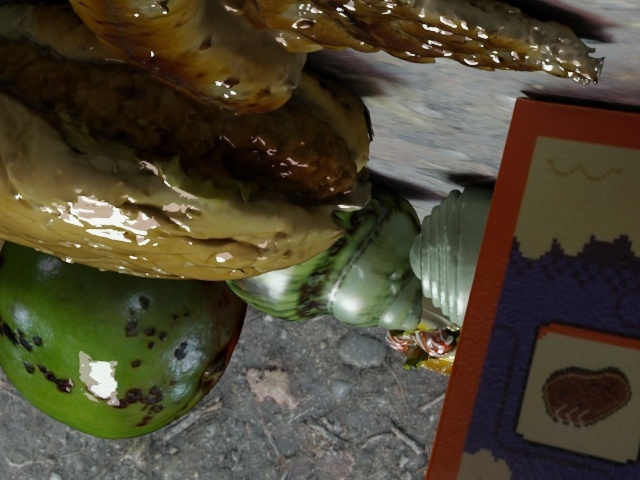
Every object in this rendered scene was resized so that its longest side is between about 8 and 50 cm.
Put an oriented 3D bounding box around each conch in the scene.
[{"bbox_3d":[0.000,0.003,1.360,0.181,0.124,0.187,11,166,2],"label":"conch"}]

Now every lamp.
[{"bbox_3d":[0.162,0.015,1.244,0.193,0.106,0.106,4,173,9],"label":"lamp"}]

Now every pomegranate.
[{"bbox_3d":[-0.229,0.046,1.647,0.323,0.291,0.291,24,173,-10],"label":"pomegranate"}]

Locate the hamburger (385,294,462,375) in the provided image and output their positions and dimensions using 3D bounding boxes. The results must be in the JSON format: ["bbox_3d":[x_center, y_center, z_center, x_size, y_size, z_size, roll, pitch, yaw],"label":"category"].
[{"bbox_3d":[0.167,0.113,2.081,0.173,0.116,0.210,13,175,-14],"label":"hamburger"}]

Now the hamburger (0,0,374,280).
[{"bbox_3d":[-0.113,-0.051,1.012,0.259,0.145,0.283,20,167,-26],"label":"hamburger"}]

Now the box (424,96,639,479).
[{"bbox_3d":[0.282,0.100,0.957,0.318,0.257,0.348,9,173,28],"label":"box"}]

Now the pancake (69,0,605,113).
[{"bbox_3d":[0.005,-0.092,0.721,0.244,0.057,0.266,13,174,-1],"label":"pancake"}]
